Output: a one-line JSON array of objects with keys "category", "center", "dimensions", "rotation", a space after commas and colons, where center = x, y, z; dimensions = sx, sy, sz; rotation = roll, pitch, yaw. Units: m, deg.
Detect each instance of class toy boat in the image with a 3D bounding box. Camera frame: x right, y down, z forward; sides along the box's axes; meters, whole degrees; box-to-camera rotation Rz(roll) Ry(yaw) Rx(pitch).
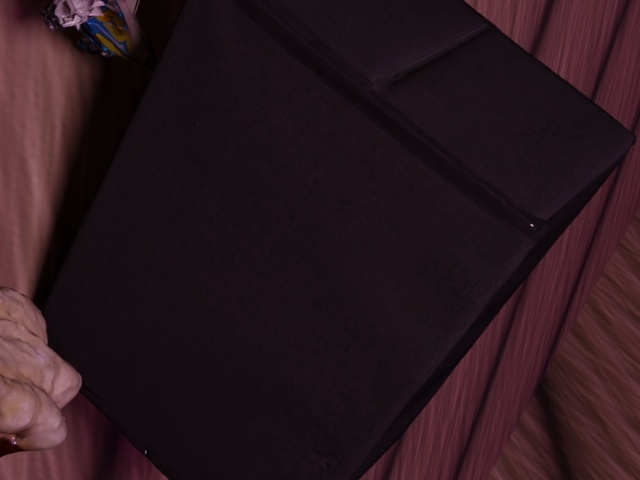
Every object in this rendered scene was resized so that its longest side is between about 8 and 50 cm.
[{"category": "toy boat", "center": [-0.135, -0.148, 0.725], "dimensions": [0.066, 0.084, 0.210], "rotation": [-31, 167, -1]}]

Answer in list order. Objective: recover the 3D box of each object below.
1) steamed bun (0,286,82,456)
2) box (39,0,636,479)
[{"category": "steamed bun", "center": [-0.267, 0.151, 0.583], "dimensions": [0.247, 0.189, 0.428], "rotation": [-54, 162, 8]}, {"category": "box", "center": [-0.001, 0.000, 0.798], "dimensions": [0.204, 0.251, 0.345], "rotation": [-34, 162, -53]}]
